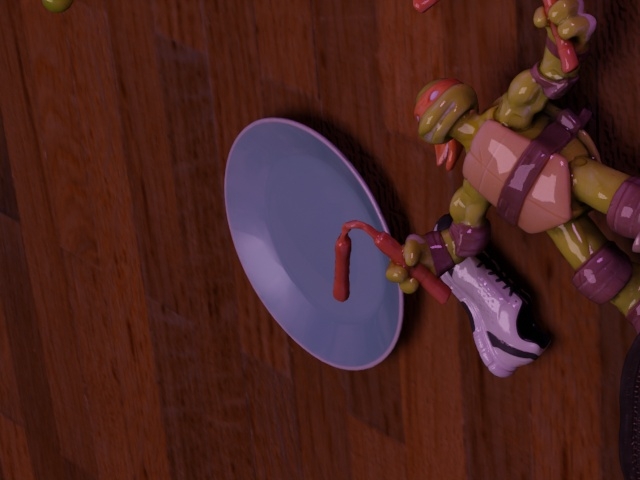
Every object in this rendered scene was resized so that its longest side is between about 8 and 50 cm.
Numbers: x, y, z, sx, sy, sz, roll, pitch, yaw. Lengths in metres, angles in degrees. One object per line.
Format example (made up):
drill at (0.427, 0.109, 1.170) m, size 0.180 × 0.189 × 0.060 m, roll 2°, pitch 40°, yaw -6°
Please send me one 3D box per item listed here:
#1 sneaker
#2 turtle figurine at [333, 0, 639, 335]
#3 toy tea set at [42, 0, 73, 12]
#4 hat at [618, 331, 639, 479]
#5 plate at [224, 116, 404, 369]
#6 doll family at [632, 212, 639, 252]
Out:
sneaker at (0.108, 0.030, 1.224) m, size 0.044 × 0.040 × 0.109 m, roll -27°, pitch 93°, yaw 41°
turtle figurine at (0.123, -0.022, 1.112) m, size 0.217 × 0.087 × 0.269 m, roll 40°, pitch 126°, yaw 17°
toy tea set at (-0.084, -0.290, 1.124) m, size 0.124 × 0.200 × 0.336 m, roll 34°, pitch 132°, yaw 51°
hat at (0.263, 0.173, 0.950) m, size 0.331 × 0.134 × 0.331 m, roll 28°, pitch 144°, yaw 23°
plate at (0.000, 0.000, 1.359) m, size 0.188 × 0.024 × 0.188 m, roll 34°, pitch 137°, yaw 38°
doll family at (0.230, -0.041, 0.955) m, size 0.111 × 0.076 × 0.193 m, roll 31°, pitch 138°, yaw 25°
